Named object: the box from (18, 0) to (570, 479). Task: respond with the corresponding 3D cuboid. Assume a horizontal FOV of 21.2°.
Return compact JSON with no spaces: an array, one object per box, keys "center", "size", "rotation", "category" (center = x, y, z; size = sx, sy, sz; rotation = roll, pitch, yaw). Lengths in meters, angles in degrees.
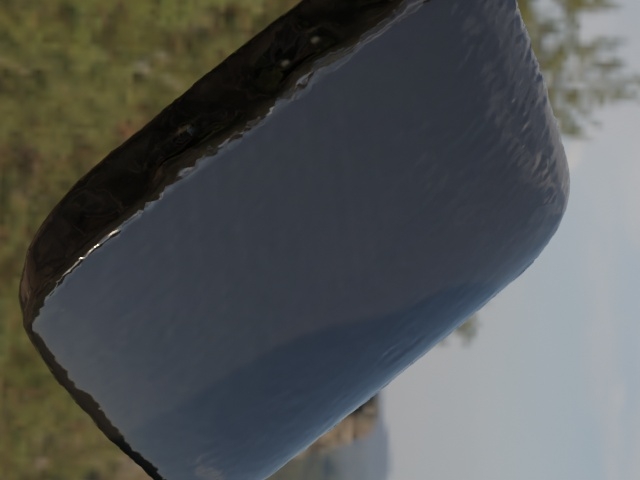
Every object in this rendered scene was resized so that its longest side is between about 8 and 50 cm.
[{"center":[0.000,0.000,0.632],"size":[0.042,0.212,0.201],"rotation":[43,-11,35],"category":"box"}]
